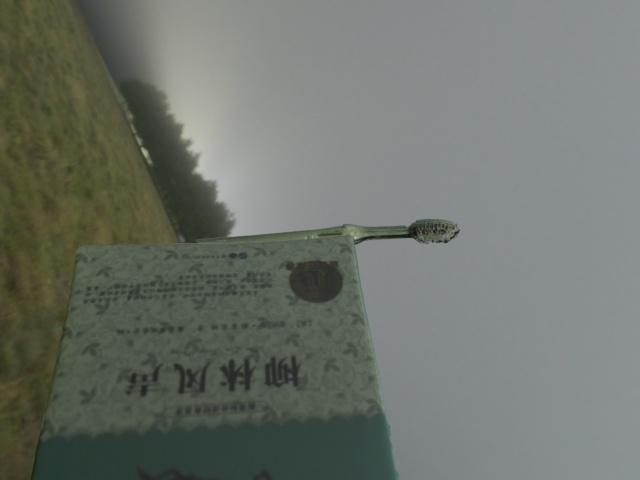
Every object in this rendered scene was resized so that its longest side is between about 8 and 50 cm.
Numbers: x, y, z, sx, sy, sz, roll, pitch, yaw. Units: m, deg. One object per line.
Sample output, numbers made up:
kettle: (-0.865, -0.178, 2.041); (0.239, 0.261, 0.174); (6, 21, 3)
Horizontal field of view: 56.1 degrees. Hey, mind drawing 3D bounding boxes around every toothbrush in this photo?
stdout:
toothbrush: (0.001, -0.002, 0.650); (0.028, 0.294, 0.026); (-61, 146, -67)

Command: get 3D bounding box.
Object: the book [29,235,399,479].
book: (-0.077, 0.144, 0.456); (0.031, 0.264, 0.379); (95, -11, -47)
